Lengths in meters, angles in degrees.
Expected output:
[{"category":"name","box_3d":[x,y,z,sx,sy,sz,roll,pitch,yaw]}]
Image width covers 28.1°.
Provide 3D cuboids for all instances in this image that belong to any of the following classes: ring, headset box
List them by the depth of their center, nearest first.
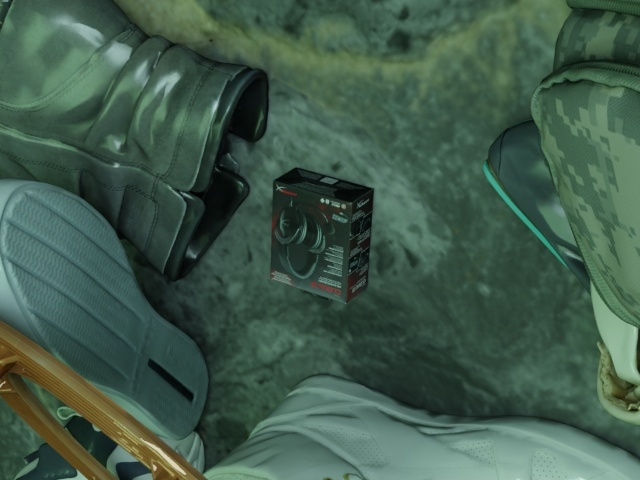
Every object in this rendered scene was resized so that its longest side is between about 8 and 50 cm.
[{"category":"ring","box_3d":[-0.118,0.162,0.809,0.336,0.032,0.336,35,158,16]},{"category":"headset box","box_3d":[0.000,0.000,0.860,0.062,0.032,0.083,18,119,27]}]

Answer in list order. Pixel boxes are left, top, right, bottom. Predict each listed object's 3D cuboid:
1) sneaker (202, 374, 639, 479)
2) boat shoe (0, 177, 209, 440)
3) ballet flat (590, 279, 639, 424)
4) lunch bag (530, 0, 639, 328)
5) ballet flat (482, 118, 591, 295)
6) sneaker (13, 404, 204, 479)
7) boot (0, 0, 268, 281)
[{"category":"sneaker","box_3d":[0.063,0.180,0.815,0.292,0.169,0.108,9,114,30]},{"category":"boat shoe","box_3d":[-0.173,0.061,0.877,0.094,0.109,0.302,3,149,21]},{"category":"ballet flat","box_3d":[0.177,-0.023,0.647,0.086,0.086,0.248,4,92,33]},{"category":"lunch bag","box_3d":[0.219,-0.042,0.448,0.305,0.212,0.256,-142,50,-65]},{"category":"ballet flat","box_3d":[0.174,0.011,0.725,0.203,0.074,0.074,54,129,7]},{"category":"sneaker","box_3d":[-0.184,0.235,1.055,0.153,0.094,0.235,20,121,27]},{"category":"boot","box_3d":[-0.182,-0.033,0.925,0.222,0.118,0.338,34,135,4]}]
